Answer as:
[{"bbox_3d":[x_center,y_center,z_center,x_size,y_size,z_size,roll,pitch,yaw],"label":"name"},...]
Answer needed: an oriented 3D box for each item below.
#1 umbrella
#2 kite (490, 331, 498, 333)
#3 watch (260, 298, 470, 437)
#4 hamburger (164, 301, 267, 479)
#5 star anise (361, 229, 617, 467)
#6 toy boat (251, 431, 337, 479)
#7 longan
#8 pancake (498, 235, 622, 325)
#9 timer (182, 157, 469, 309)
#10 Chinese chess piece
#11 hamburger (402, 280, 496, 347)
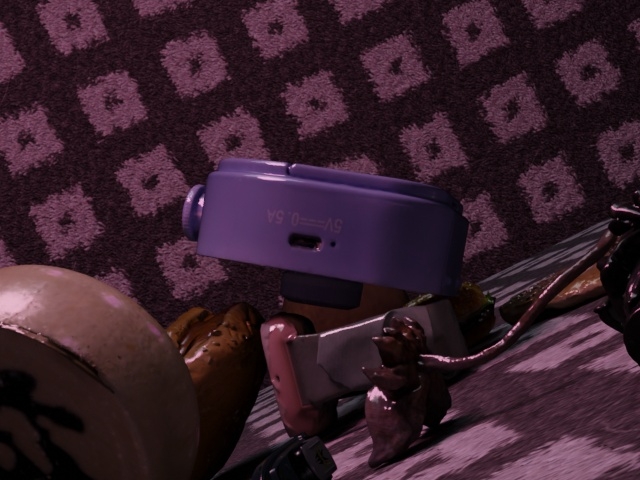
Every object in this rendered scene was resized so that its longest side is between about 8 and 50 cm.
[{"bbox_3d":[0.269,0.026,0.974,0.154,0.128,0.336,-25,2,36],"label":"umbrella"},{"bbox_3d":[0.201,0.162,1.888,0.222,0.008,0.125,-27,-5,32],"label":"kite"},{"bbox_3d":[0.060,0.141,1.550,0.241,0.162,0.253,-17,-5,4],"label":"watch"},{"bbox_3d":[-0.161,0.215,1.592,0.265,0.134,0.285,-51,-20,-72],"label":"hamburger"},{"bbox_3d":[0.157,0.104,1.118,0.227,0.218,0.148,-7,-29,31],"label":"star anise"},{"bbox_3d":[-0.027,0.211,1.098,0.060,0.055,0.141,-34,-5,17],"label":"toy boat"},{"bbox_3d":[0.043,0.141,2.173,0.215,0.246,0.246,-38,1,-17],"label":"longan"},{"bbox_3d":[0.379,0.044,1.727,0.282,0.049,0.282,-27,-2,-1],"label":"pancake"},{"bbox_3d":[0.000,0.000,1.650,0.395,0.173,0.395,9,0,0],"label":"timer"},{"bbox_3d":[-0.307,0.199,1.362,0.349,0.349,0.146,-27,14,27],"label":"Chinese chess piece"},{"bbox_3d":[0.176,0.117,1.803,0.166,0.087,0.137,-29,8,17],"label":"hamburger"}]
